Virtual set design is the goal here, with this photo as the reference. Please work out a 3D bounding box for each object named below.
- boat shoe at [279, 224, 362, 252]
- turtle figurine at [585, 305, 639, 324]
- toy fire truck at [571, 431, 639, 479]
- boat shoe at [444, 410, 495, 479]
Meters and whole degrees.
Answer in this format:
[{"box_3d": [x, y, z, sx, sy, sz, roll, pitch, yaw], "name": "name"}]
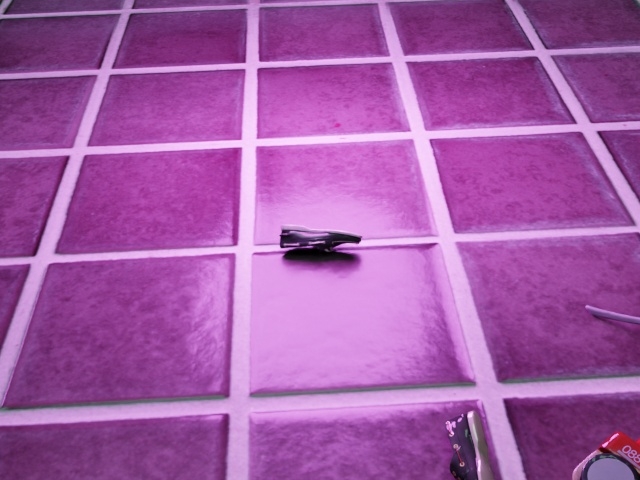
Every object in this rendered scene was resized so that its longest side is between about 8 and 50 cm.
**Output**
[{"box_3d": [0.000, 0.000, 1.222, 0.125, 0.038, 0.046, 5, -3, 0], "name": "boat shoe"}, {"box_3d": [0.559, 0.082, 1.052, 0.198, 0.275, 0.266, -9, 55, -46], "name": "turtle figurine"}, {"box_3d": [0.404, 0.264, 0.815, 0.246, 0.158, 0.217, -34, 48, -20], "name": "toy fire truck"}, {"box_3d": [0.167, 0.253, 0.900, 0.042, 0.049, 0.133, -24, 43, 17], "name": "boat shoe"}]
